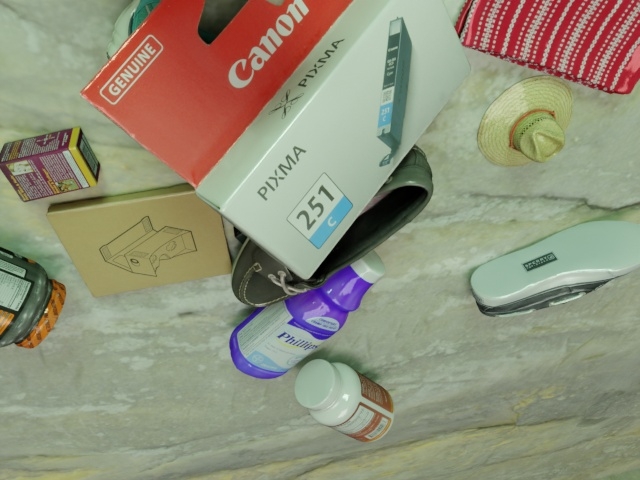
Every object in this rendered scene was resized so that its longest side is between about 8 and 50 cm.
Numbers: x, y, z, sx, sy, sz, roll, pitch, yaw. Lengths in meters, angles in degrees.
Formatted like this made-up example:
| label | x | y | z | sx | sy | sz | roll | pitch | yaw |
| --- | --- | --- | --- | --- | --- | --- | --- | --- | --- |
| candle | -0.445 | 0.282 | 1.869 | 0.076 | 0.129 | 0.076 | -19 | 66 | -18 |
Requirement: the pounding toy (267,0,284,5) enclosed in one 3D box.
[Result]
| label | x | y | z | sx | sy | sz | roll | pitch | yaw |
| --- | --- | --- | --- | --- | --- | --- | --- | --- | --- |
| pounding toy | -0.119 | -0.251 | 0.337 | 0.155 | 0.269 | 0.154 | -48 | 168 | 28 |

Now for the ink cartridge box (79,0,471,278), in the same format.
| label | x | y | z | sx | sy | sz | roll | pitch | yaw |
| --- | --- | --- | --- | --- | --- | --- | --- | --- | --- |
| ink cartridge box | -0.010 | -0.147 | 0.457 | 0.296 | 0.066 | 0.261 | -52 | 133 | -6 |

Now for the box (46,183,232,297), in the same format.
| label | x | y | z | sx | sy | sz | roll | pitch | yaw |
| --- | --- | --- | --- | --- | --- | --- | --- | --- | --- |
| box | -0.228 | 0.003 | 0.663 | 0.201 | 0.021 | 0.164 | -10 | 136 | -8 |

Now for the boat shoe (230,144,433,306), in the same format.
| label | x | y | z | sx | sy | sz | roll | pitch | yaw |
| --- | --- | --- | --- | --- | --- | --- | --- | --- | --- |
| boat shoe | 0.000 | 0.000 | 0.635 | 0.112 | 0.095 | 0.335 | 30 | 119 | -37 |

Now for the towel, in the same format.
| label | x | y | z | sx | sy | sz | roll | pitch | yaw |
| --- | --- | --- | --- | --- | --- | --- | --- | --- | --- |
| towel | 0.300 | -0.274 | 0.542 | 0.275 | 0.031 | 0.199 | 6 | 130 | -22 |

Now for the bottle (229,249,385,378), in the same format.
| label | x | y | z | sx | sy | sz | roll | pitch | yaw |
| --- | --- | --- | --- | --- | --- | --- | --- | --- | --- |
| bottle | -0.021 | 0.112 | 0.779 | 0.118 | 0.092 | 0.283 | 26 | 121 | -41 |

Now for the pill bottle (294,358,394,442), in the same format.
| label | x | y | z | sx | sy | sz | roll | pitch | yaw |
| --- | --- | --- | --- | --- | --- | --- | --- | --- | --- |
| pill bottle | 0.048 | 0.315 | 0.981 | 0.121 | 0.121 | 0.216 | -34 | 133 | 16 |

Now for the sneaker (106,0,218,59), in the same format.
| label | x | y | z | sx | sy | sz | roll | pitch | yaw |
| --- | --- | --- | --- | --- | --- | --- | --- | --- | --- |
| sneaker | -0.073 | -0.145 | 0.512 | 0.275 | 0.107 | 0.110 | 30 | 107 | -39 |

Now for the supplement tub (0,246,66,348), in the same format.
| label | x | y | z | sx | sy | sz | roll | pitch | yaw |
| --- | --- | --- | --- | --- | --- | --- | --- | --- | --- |
| supplement tub | -0.418 | 0.056 | 0.589 | 0.117 | 0.117 | 0.190 | -37 | 133 | 19 |

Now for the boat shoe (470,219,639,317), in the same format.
| label | x | y | z | sx | sy | sz | roll | pitch | yaw |
| --- | --- | --- | --- | --- | --- | --- | --- | --- | --- |
| boat shoe | 0.414 | 0.060 | 0.852 | 0.301 | 0.108 | 0.102 | -22 | 136 | 9 |

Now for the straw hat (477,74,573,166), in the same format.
| label | x | y | z | sx | sy | sz | roll | pitch | yaw |
| --- | --- | --- | --- | --- | --- | --- | --- | --- | --- |
| straw hat | 0.286 | -0.137 | 0.650 | 0.144 | 0.061 | 0.144 | -8 | 136 | -8 |

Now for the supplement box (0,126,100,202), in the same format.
| label | x | y | z | sx | sy | sz | roll | pitch | yaw |
| --- | --- | --- | --- | --- | --- | --- | --- | --- | --- |
| supplement box | -0.294 | -0.083 | 0.541 | 0.083 | 0.043 | 0.055 | -13 | 136 | -5 |

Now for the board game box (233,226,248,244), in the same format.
| label | x | y | z | sx | sy | sz | roll | pitch | yaw |
| --- | --- | --- | --- | --- | --- | --- | --- | --- | --- |
| board game box | -0.010 | -0.025 | 0.696 | 0.186 | 0.026 | 0.126 | -31 | 133 | 14 |
